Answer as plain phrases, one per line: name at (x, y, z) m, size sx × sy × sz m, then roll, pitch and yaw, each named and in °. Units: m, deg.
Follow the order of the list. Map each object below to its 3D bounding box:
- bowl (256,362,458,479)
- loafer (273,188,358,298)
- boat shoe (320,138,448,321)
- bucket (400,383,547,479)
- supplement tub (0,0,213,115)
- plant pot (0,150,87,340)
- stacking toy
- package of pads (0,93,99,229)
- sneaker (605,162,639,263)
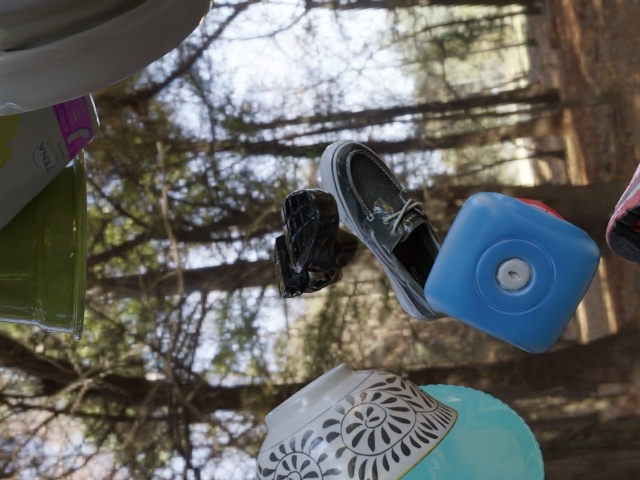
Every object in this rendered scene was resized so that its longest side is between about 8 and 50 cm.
bowl at (0.011, 0.144, 0.623) m, size 0.080 × 0.170 × 0.170 m, roll 56°, pitch -166°, yaw 4°
loafer at (0.000, 0.000, 0.681) m, size 0.170 × 0.061 × 0.062 m, roll 118°, pitch 143°, yaw -70°
boat shoe at (0.129, -0.022, 1.324) m, size 0.335 × 0.121 × 0.119 m, roll 55°, pitch 156°, yaw -10°
bucket at (0.140, 0.315, 0.962) m, size 0.281 × 0.281 × 0.183 m, roll -80°, pitch -21°, yaw -49°
supplement tub at (-0.179, -0.245, 0.358) m, size 0.241 × 0.241 × 0.331 m, roll -82°, pitch -13°, yaw -45°
plant pot at (-0.455, 0.002, 1.129) m, size 0.276 × 0.254 × 0.276 m, roll -179°, pitch 90°, yaw -71°
stacking toy at (0.244, 0.009, 1.104) m, size 0.302 × 0.175 × 0.165 m, roll -56°, pitch -9°, yaw -76°
package of pads at (-0.392, -0.127, 0.953) m, size 0.296 × 0.101 × 0.229 m, roll -54°, pitch -19°, yaw -31°
sneaker at (0.459, -0.111, 1.034) m, size 0.314 × 0.116 × 0.136 m, roll -60°, pitch 5°, yaw 46°
